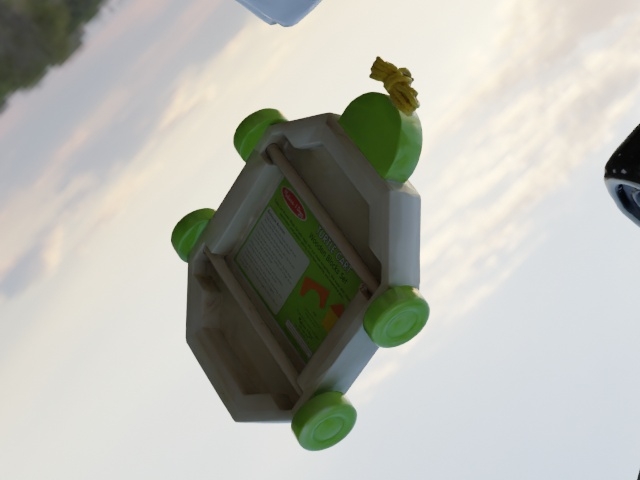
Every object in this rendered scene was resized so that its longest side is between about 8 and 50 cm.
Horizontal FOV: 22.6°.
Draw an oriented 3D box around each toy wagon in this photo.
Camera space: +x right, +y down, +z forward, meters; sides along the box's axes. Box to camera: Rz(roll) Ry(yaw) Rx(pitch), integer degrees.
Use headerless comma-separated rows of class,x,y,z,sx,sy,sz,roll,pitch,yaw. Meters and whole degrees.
toy wagon,0.000,0.000,1.380,0.344,0.068,0.267,-56,-132,24

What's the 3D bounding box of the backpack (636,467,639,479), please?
backpack,0.372,0.187,1.178,0.263,0.213,0.277,-3,-125,37

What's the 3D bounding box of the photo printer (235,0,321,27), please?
photo printer,0.001,-0.265,0.689,0.307,0.107,0.256,-49,147,9

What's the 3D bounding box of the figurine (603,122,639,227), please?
figurine,0.330,-0.077,1.057,0.215,0.092,0.209,28,-102,35
